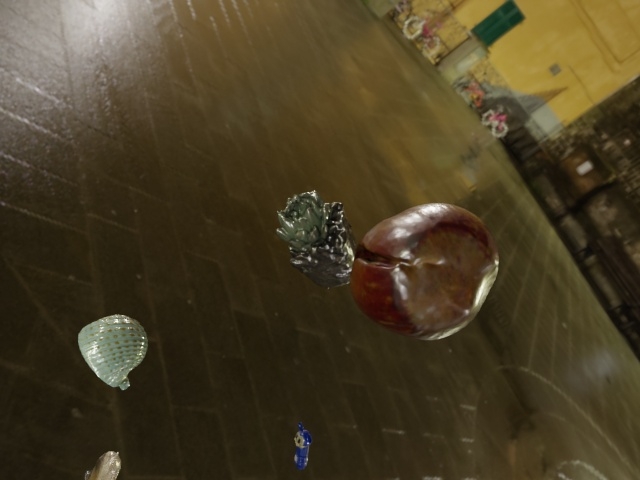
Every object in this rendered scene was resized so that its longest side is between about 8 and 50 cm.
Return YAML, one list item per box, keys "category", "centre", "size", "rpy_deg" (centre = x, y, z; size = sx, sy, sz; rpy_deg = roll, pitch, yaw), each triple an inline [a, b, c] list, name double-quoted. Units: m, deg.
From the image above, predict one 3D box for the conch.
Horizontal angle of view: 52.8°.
- category: "conch"
  centre: [-0.220, 0.113, 0.699]
  size: [0.076, 0.056, 0.085]
  rpy_deg: [33, 12, -50]

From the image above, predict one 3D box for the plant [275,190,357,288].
- category: "plant"
  centre: [0.000, 0.000, 1.253]
  size: [0.194, 0.129, 0.132]
  rpy_deg: [54, 19, -41]

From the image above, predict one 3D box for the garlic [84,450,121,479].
- category: "garlic"
  centre: [-0.526, 0.571, 1.594]
  size: [0.066, 0.152, 0.084]
  rpy_deg: [26, 1, -41]

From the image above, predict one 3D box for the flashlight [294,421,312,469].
- category: "flashlight"
  centre: [-0.042, 0.459, 1.420]
  size: [0.035, 0.121, 0.057]
  rpy_deg: [-13, 37, -30]

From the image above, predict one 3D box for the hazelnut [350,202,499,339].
- category: "hazelnut"
  centre: [0.163, 0.051, 1.021]
  size: [0.218, 0.234, 0.218]
  rpy_deg: [62, -11, 21]
